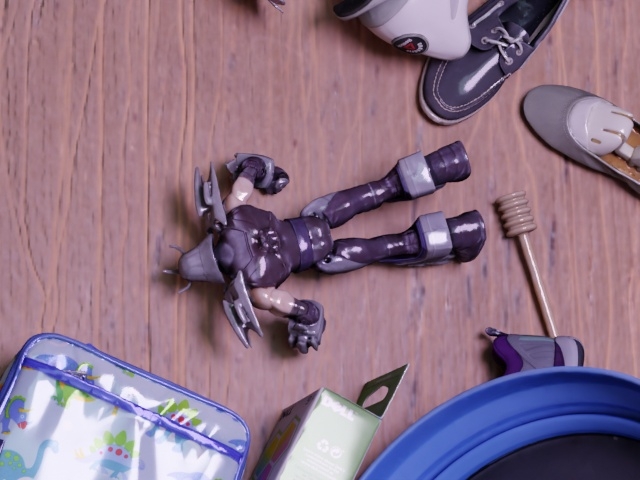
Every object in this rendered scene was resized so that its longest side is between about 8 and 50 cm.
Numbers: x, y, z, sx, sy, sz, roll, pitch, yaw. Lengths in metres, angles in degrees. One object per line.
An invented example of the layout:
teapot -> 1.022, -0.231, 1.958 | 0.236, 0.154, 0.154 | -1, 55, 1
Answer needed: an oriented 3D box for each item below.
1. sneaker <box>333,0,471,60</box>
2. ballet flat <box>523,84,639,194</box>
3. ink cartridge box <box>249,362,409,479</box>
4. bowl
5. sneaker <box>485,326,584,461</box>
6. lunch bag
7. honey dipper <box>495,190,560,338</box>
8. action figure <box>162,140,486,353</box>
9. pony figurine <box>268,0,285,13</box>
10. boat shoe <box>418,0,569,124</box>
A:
sneaker -> 0.119, -0.314, 1.846 | 0.146, 0.122, 0.330 | 28, 67, -28
ballet flat -> 0.291, -0.089, 1.850 | 0.213, 0.068, 0.072 | 32, 68, -6
ink cartridge box -> -0.010, 0.186, 1.659 | 0.062, 0.109, 0.209 | 30, 69, -8
bowl -> 0.166, 0.286, 1.564 | 0.077, 0.391, 0.391 | 43, 62, -41
sneaker -> 0.168, 0.187, 1.746 | 0.098, 0.083, 0.224 | 10, 68, 9
lunch bag -> -0.177, 0.183, 1.621 | 0.219, 0.090, 0.176 | 27, 66, -10
honey dipper -> 0.198, 0.034, 1.811 | 0.030, 0.030, 0.161 | -15, 84, -21
action figure -> 0.000, 0.000, 1.725 | 0.285, 0.099, 0.185 | -13, 87, -16
pony figurine -> -0.112, -0.417, 1.731 | 0.363, 0.303, 0.351 | 7, 64, 0
boat shoe -> 0.166, -0.192, 1.841 | 0.075, 0.065, 0.206 | 44, 68, -2
